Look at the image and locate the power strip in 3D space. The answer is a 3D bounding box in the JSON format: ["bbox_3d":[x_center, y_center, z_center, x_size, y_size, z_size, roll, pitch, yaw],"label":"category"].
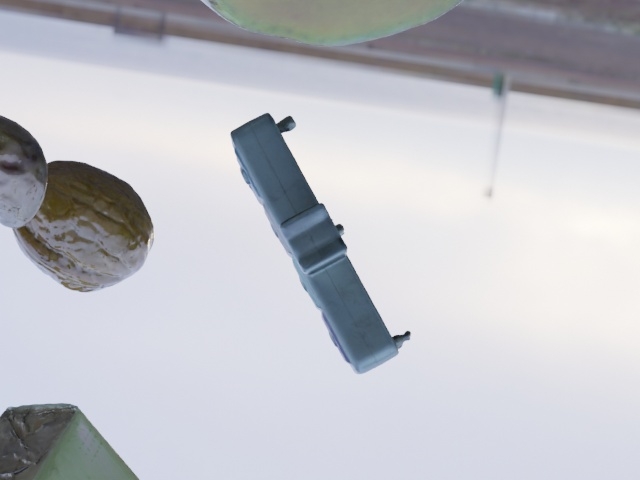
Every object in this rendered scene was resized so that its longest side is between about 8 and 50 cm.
[{"bbox_3d":[0.000,0.000,1.413,0.061,0.216,0.145,-29,178,-1],"label":"power strip"}]

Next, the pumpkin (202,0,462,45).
[{"bbox_3d":[0.016,-0.294,1.277,0.332,0.332,0.199,6,-152,-28],"label":"pumpkin"}]

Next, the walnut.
[{"bbox_3d":[-0.194,-0.014,1.467,0.124,0.105,0.105,39,180,-8],"label":"walnut"}]

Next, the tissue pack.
[{"bbox_3d":[-0.228,0.286,1.682,0.125,0.159,0.234,-6,130,40],"label":"tissue pack"}]

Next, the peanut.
[{"bbox_3d":[-0.289,-0.103,1.360,0.104,0.228,0.086,-31,-171,22],"label":"peanut"}]
